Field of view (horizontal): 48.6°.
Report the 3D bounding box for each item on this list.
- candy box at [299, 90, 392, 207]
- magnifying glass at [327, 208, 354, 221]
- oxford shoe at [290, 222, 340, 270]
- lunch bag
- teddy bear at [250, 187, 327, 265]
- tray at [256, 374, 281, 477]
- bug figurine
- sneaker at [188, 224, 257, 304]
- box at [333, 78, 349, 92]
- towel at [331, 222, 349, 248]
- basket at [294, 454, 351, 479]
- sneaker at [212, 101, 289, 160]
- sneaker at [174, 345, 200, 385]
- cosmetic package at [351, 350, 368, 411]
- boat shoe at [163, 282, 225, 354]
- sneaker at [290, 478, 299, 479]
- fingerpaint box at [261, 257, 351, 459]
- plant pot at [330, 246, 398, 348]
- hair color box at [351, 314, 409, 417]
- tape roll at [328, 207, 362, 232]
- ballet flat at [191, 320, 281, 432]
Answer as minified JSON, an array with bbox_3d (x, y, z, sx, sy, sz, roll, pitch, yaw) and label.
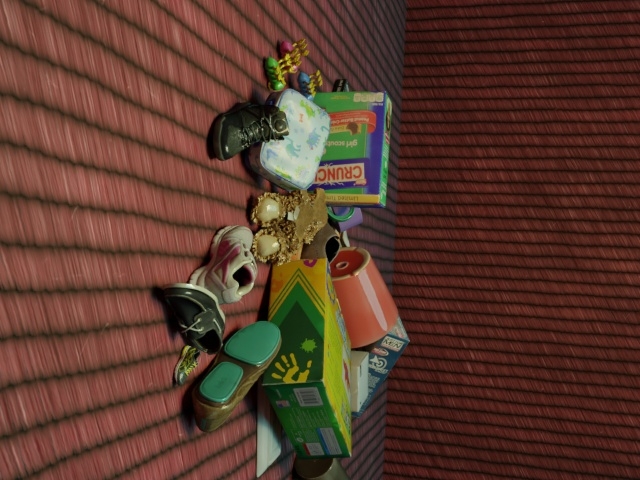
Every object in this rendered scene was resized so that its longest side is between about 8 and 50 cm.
[{"bbox_3d":[0.059,-0.257,2.024,0.122,0.268,0.317,12,80,-72],"label":"candy box"},{"bbox_3d":[0.022,-0.159,2.115,0.231,0.092,0.026,58,-16,12],"label":"magnifying glass"},{"bbox_3d":[0.000,0.000,2.087,0.364,0.132,0.130,-76,161,-52],"label":"oxford shoe"},{"bbox_3d":[-0.078,-0.243,1.708,0.176,0.090,0.219,27,74,-36],"label":"lunch bag"},{"bbox_3d":[-0.097,-0.056,1.841,0.338,0.113,0.245,-50,134,-54],"label":"teddy bear"},{"bbox_3d":[-0.133,0.479,1.894,0.145,0.030,0.270,-13,105,-73],"label":"tray"},{"bbox_3d":[-0.081,-0.405,1.865,0.279,0.072,0.216,-62,144,-48],"label":"bug figurine"},{"bbox_3d":[-0.181,0.059,1.496,0.252,0.111,0.103,-69,156,-49],"label":"sneaker"},{"bbox_3d":[0.072,-0.430,2.469,0.191,0.045,0.184,74,26,-50],"label":"box"},{"bbox_3d":[0.072,-0.009,2.437,0.282,0.049,0.187,76,5,-48],"label":"towel"},{"bbox_3d":[0.012,0.748,2.221,0.154,0.204,0.227,-34,132,-15],"label":"basket"},{"bbox_3d":[-0.148,-0.242,1.542,0.227,0.130,0.087,-58,145,-57],"label":"sneaker"},{"bbox_3d":[-0.259,0.243,1.383,0.031,0.035,0.083,69,28,-54],"label":"sneaker"},{"bbox_3d":[0.051,0.442,2.265,0.151,0.183,0.151,-35,126,-71],"label":"cosmetic package"},{"bbox_3d":[-0.236,0.148,1.355,0.233,0.084,0.079,70,20,-59],"label":"boat shoe"},{"bbox_3d":[-0.078,0.774,2.094,0.170,0.051,0.089,-60,145,-68],"label":"sneaker"},{"bbox_3d":[-0.025,0.329,1.925,0.445,0.163,0.371,74,14,-49],"label":"fingerpaint box"},{"bbox_3d":[0.095,0.171,2.286,0.275,0.275,0.243,-65,144,-54],"label":"plant pot"},{"bbox_3d":[0.159,0.411,2.415,0.347,0.105,0.174,-61,-160,21],"label":"hair color box"},{"bbox_3d":[0.056,-0.124,2.223,0.189,0.080,0.189,156,-90,-83],"label":"tape roll"},{"bbox_3d":[-0.186,0.302,1.554,0.342,0.116,0.124,-55,165,-62],"label":"ballet flat"}]
